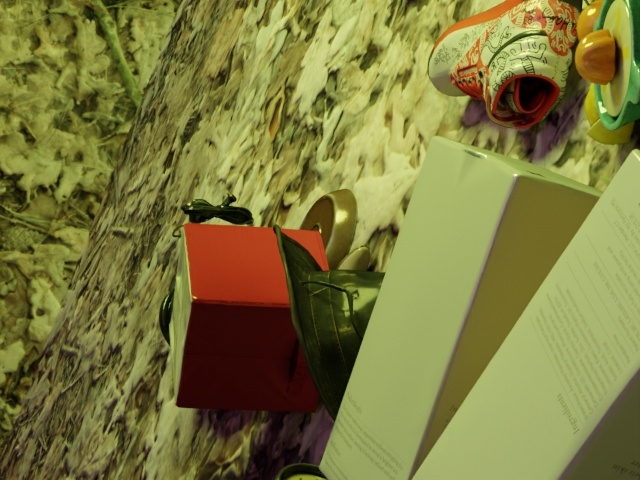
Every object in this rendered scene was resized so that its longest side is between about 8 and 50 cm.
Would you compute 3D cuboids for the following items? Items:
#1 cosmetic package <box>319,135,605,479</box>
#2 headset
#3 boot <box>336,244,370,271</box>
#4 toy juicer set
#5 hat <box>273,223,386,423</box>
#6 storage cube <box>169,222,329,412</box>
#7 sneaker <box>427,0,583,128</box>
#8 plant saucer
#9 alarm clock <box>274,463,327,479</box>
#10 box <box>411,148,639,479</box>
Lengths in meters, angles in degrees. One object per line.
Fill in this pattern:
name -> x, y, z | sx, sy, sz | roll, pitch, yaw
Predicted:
cosmetic package -> 0.151, 0.107, 1.408 | 0.385, 0.156, 0.217 | -70, 22, 9
headset -> -0.138, 0.074, 2.243 | 0.243, 0.185, 0.394 | -60, 38, 33
boot -> 0.044, 0.076, 1.887 | 0.118, 0.042, 0.087 | -62, 29, 22
toy juicer set -> 0.280, -0.146, 1.358 | 0.209, 0.089, 0.329 | 96, 173, -52
hat -> 0.058, 0.102, 1.642 | 0.134, 0.331, 0.331 | -24, 35, 7
storage cube -> -0.096, 0.104, 1.919 | 0.215, 0.193, 0.183 | -105, 22, -55
sneaker -> 0.200, -0.191, 1.670 | 0.270, 0.090, 0.145 | -29, 43, 55
plant saucer -> 0.000, 0.000, 2.066 | 0.168, 0.029, 0.168 | -48, 30, 41
alarm clock -> 0.001, 0.316, 1.671 | 0.064, 0.129, 0.192 | -63, -6, 25
box -> 0.255, 0.141, 1.080 | 0.345, 0.215, 0.168 | -59, 23, 24
